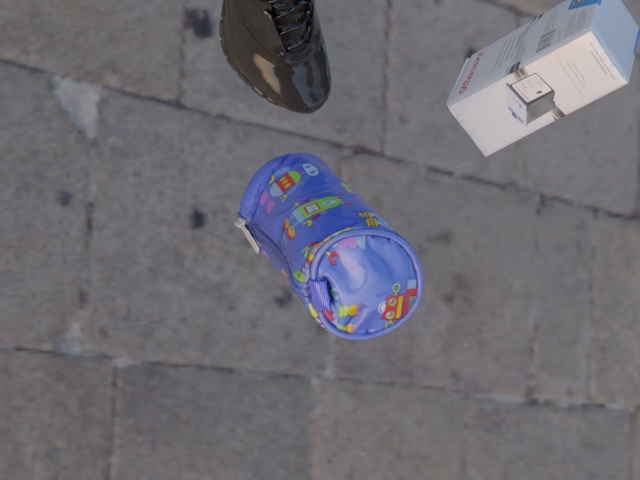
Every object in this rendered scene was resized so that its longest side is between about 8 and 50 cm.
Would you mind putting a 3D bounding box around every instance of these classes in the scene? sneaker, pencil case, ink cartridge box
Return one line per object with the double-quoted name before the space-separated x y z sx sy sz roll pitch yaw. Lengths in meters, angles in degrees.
"sneaker" -0.053 -0.258 1.600 0.109 0.130 0.286 -35 118 -19
"pencil case" 0.000 0.000 1.563 0.133 0.306 0.119 -18 112 -11
"ink cartridge box" 0.251 -0.193 1.671 0.082 0.190 0.140 50 34 -16
